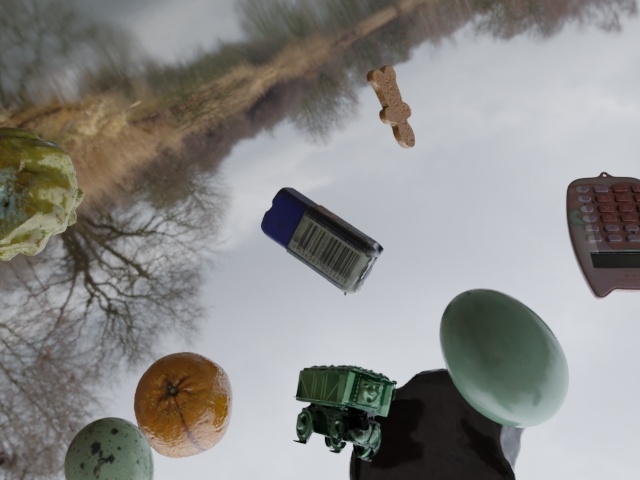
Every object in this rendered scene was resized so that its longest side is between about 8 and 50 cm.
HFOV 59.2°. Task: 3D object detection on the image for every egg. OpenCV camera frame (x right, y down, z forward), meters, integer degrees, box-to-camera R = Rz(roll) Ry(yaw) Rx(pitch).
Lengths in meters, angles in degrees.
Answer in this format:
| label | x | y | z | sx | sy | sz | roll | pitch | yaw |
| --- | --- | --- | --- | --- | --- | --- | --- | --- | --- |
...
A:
| label | x | y | z | sx | sy | sz | roll | pitch | yaw |
| --- | --- | --- | --- | --- | --- | --- | --- | --- | --- |
| egg | 0.276 | 0.175 | 0.867 | 0.168 | 0.168 | 0.230 | -29 | -128 | -2 |
| egg | -0.213 | 0.234 | 0.576 | 0.085 | 0.085 | 0.110 | -32 | -121 | -21 |

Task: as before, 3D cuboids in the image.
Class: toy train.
| label | x | y | z | sx | sy | sz | roll | pitch | yaw |
| --- | --- | --- | --- | --- | --- | --- | --- | --- | --- |
| toy train | 0.037 | 0.319 | 1.063 | 0.269 | 0.115 | 0.154 | -26 | -135 | 62 |

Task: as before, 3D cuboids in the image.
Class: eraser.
| label | x | y | z | sx | sy | sz | roll | pitch | yaw |
| --- | --- | --- | --- | --- | --- | --- | --- | --- | --- |
| eraser | 0.000 | 0.000 | 1.529 | 0.154 | 0.332 | 0.102 | -61 | 160 | 17 |

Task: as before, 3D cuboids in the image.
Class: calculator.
| label | x | y | z | sx | sy | sz | roll | pitch | yaw |
| --- | --- | --- | --- | --- | --- | --- | --- | --- | --- |
| calculator | 0.665 | -0.015 | 1.257 | 0.220 | 0.048 | 0.329 | -1 | -118 | 7 |

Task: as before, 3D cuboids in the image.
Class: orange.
| label | x | y | z | sx | sy | sz | roll | pitch | yaw |
| --- | --- | --- | --- | --- | --- | --- | --- | --- | --- |
| orange | -0.255 | 0.303 | 1.049 | 0.194 | 0.193 | 0.161 | -29 | 162 | -1 |

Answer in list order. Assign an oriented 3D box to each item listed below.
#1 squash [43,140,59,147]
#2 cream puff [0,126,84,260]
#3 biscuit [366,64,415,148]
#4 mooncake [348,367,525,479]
| label | x | y | z | sx | sy | sz | roll | pitch | yaw |
| --- | --- | --- | --- | --- | --- | --- | --- | --- | --- |
| squash | -0.752 | -0.144 | 1.498 | 0.155 | 0.203 | 0.237 | -32 | 170 | 12 |
| cream puff | -0.481 | -0.065 | 0.924 | 0.221 | 0.195 | 0.194 | -51 | -167 | 5 |
| biscuit | 0.206 | -0.378 | 1.621 | 0.036 | 0.249 | 0.165 | -18 | -171 | 39 |
| mooncake | 0.234 | 0.445 | 1.081 | 0.351 | 0.212 | 0.380 | 10 | -113 | 24 |
